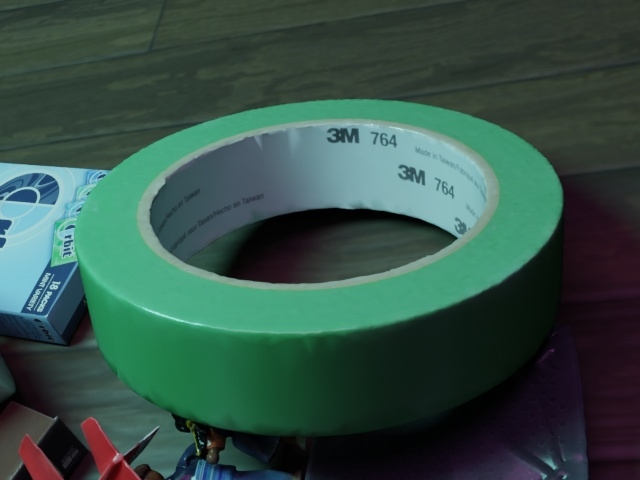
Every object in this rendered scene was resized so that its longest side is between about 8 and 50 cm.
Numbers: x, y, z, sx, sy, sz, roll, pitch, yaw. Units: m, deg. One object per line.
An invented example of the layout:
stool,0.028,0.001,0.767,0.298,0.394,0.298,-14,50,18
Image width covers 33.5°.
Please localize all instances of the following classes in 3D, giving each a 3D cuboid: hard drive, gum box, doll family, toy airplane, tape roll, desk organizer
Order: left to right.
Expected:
desk organizer,-0.228,0.180,0.741,0.050,0.047,0.130,14,56,32
gum box,-0.264,0.004,0.912,0.184,0.041,0.157,6,52,24
toy airplane,-0.144,0.171,0.672,0.151,0.151,0.028,16,15,31
doll family,-0.062,0.113,0.711,0.111,0.076,0.193,8,39,1
tape roll,0.000,0.000,0.720,0.321,0.077,0.321,-3,31,2
hard drive,0.075,0.168,0.635,0.171,0.054,0.255,-4,49,17

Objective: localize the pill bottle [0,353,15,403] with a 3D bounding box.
pill bottle,-0.378,0.132,0.758,0.283,0.161,0.161,-34,48,-11
